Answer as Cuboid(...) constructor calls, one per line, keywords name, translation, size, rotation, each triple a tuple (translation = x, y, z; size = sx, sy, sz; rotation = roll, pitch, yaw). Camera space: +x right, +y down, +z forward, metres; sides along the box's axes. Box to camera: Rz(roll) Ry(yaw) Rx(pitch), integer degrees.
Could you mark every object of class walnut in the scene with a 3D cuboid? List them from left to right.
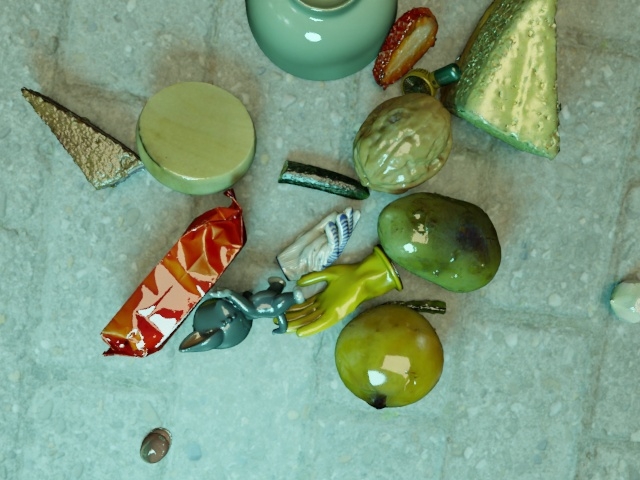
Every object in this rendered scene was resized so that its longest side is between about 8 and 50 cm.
Cuboid(name="walnut", translation=(0.179, -0.210, 1.143), size=(0.245, 0.198, 0.198), rotation=(-43, 94, -7))

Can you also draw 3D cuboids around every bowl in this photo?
Cuboid(name="bowl", translation=(0.006, -0.537, 1.117), size=(0.354, 0.185, 0.353), rotation=(0, 93, -2))

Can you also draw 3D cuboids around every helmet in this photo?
Cuboid(name="helmet", translation=(-0.389, 0.486, 1.235), size=(0.065, 0.049, 0.084), rotation=(32, 92, -3))

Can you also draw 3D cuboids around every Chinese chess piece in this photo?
Cuboid(name="Chinese chess piece", translation=(-0.263, -0.216, 1.130), size=(0.251, 0.097, 0.250), rotation=(5, 70, -12))

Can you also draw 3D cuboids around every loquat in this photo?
Cuboid(name="loquat", translation=(0.149, 0.252, 1.153), size=(0.235, 0.235, 0.234), rotation=(0, 94, -2))

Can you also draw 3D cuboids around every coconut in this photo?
Cuboid(name="coconut", translation=(0.735, 0.143, 1.237), size=(0.125, 0.110, 0.110), rotation=(6, 93, -5))

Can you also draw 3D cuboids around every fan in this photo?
Cuboid(name="fan", translation=(0.247, -0.350, 1.161), size=(0.039, 0.155, 0.082), rotation=(-47, 113, -27))

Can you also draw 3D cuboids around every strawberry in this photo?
Cuboid(name="strawberry", translation=(0.174, -0.433, 1.165), size=(0.188, 0.121, 0.082), rotation=(-47, 62, 21))

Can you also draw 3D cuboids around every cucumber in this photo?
Cuboid(name="cucumber", translation=(0.012, -0.134, 1.211), size=(0.215, 0.052, 0.058), rotation=(14, 113, -4))

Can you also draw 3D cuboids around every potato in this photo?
Cuboid(name="potato", translation=(0.261, -0.004, 1.144), size=(0.308, 0.173, 0.210), rotation=(17, 76, -28))

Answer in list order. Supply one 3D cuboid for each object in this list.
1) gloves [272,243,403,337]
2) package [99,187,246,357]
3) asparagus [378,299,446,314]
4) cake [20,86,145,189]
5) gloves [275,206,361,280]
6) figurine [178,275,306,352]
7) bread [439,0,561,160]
Cuboid(name="gloves", translation=(0.029, 0.126, 1.189), size=(0.295, 0.133, 0.116), rotation=(-27, 105, -2))
Cuboid(name="package", translation=(-0.292, 0.076, 1.141), size=(0.123, 0.196, 0.423), rotation=(39, 90, -9))
Cuboid(name="asparagus", translation=(0.214, 0.159, 1.248), size=(0.165, 0.030, 0.036), rotation=(-2, 104, -2))
Cuboid(name="cake", translation=(-0.523, -0.219, 1.151), size=(0.295, 0.116, 0.112), rotation=(41, 91, -5))
Cuboid(name="gloves", translation=(0.000, 0.005, 1.200), size=(0.229, 0.119, 0.097), rotation=(-41, 133, 10))
Cuboid(name="figurine", translation=(-0.157, 0.157, 1.148), size=(0.266, 0.193, 0.140), rotation=(-5, 95, 3))
Cuboid(name="bread", translation=(0.439, -0.355, 1.118), size=(0.279, 0.248, 0.315), rotation=(35, 105, -9))
